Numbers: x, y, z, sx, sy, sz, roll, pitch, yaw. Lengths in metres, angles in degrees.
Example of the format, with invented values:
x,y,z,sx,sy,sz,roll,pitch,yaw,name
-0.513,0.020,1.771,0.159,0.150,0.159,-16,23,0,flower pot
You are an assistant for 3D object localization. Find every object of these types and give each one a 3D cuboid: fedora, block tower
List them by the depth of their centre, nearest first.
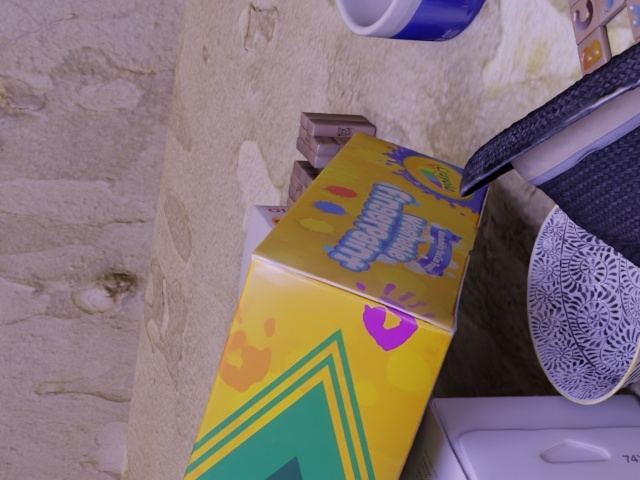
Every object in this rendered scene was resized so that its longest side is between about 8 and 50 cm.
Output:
x,y,z,sx,sy,sz,roll,pitch,yaw,name
0.251,-0.065,0.731,0.152,0.334,0.334,58,155,3,fedora
0.000,0.000,1.564,0.091,0.097,0.335,-128,43,-61,block tower

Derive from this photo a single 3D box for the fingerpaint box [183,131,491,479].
x,y,z,sx,sy,sz,roll,pitch,yaw,name
0.008,0.134,1.046,0.445,0.163,0.371,-56,-15,-69,fingerpaint box

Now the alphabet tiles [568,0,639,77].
x,y,z,sx,sy,sz,roll,pitch,yaw,name
0.267,-0.249,0.983,0.198,0.009,0.237,134,134,-61,alphabet tiles

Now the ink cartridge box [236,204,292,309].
x,y,z,sx,sy,sz,roll,pitch,yaw,name
0.011,0.074,1.414,0.233,0.171,0.168,-129,46,-60,ink cartridge box

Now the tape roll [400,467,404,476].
x,y,z,sx,sy,sz,roll,pitch,yaw,name
0.134,0.316,1.201,0.219,0.072,0.219,-178,90,-69,tape roll

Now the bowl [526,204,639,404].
x,y,z,sx,sy,sz,roll,pitch,yaw,name
0.242,0.045,0.920,0.170,0.080,0.170,-179,90,-69,bowl

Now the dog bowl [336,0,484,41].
x,y,z,sx,sy,sz,roll,pitch,yaw,name
0.105,-0.359,1.295,0.265,0.104,0.265,-179,90,-70,dog bowl

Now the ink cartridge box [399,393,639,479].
x,y,z,sx,sy,sz,roll,pitch,yaw,name
0.168,0.286,0.929,0.197,0.198,0.270,-113,31,-50,ink cartridge box
